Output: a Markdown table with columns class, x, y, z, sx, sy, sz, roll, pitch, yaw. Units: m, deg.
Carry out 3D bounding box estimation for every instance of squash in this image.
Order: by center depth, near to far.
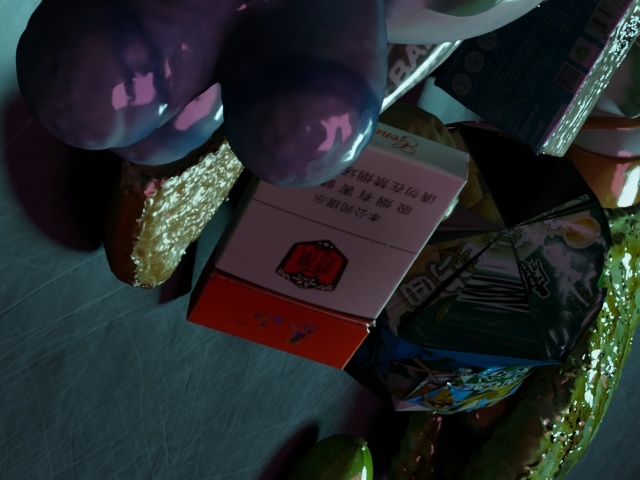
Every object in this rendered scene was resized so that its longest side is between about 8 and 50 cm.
| class | x | y | z | sx | sy | sz | roll | pitch | yaw |
| --- | --- | --- | --- | --- | --- | --- | --- | --- | --- |
| squash | -0.003 | 0.271 | 1.933 | 0.095 | 0.095 | 0.188 | -16 | 135 | -55 |

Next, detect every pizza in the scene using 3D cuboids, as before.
| class | x | y | z | sx | sy | sz | roll | pitch | yaw |
| --- | --- | --- | --- | --- | --- | --- | --- | --- | --- |
| pizza | -0.085 | -0.064 | 1.286 | 0.199 | 0.062 | 0.188 | -49 | 171 | -23 |

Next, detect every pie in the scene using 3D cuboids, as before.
| class | x | y | z | sx | sy | sz | roll | pitch | yaw |
| --- | --- | --- | --- | --- | --- | --- | --- | --- | --- |
| pie | 0.248 | 0.153 | 2.122 | 0.418 | 0.180 | 0.395 | -41 | 156 | -42 |

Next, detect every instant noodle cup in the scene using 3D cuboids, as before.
| class | x | y | z | sx | sy | sz | roll | pitch | yaw |
| --- | --- | --- | --- | --- | --- | --- | --- | --- | --- |
| instant noodle cup | 0.121 | 0.038 | 1.644 | 0.240 | 0.240 | 0.178 | -40 | 165 | -25 |

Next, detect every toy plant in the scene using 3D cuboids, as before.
| class | x | y | z | sx | sy | sz | roll | pitch | yaw |
| --- | --- | --- | --- | --- | --- | --- | --- | --- | --- |
| toy plant | -0.031 | -0.156 | 1.015 | 0.332 | 0.247 | 0.247 | -36 | 154 | -33 |

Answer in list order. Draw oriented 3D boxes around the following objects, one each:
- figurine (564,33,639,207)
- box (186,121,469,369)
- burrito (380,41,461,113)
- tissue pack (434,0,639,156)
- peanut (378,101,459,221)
| class | x | y | z | sx | sy | sz | roll | pitch | yaw |
| --- | --- | --- | --- | --- | --- | --- | --- | --- | --- |
| figurine | 0.271 | -0.127 | 1.778 | 0.143 | 0.143 | 0.271 | -11 | 137 | -58 |
| box | 0.000 | 0.000 | 1.407 | 0.245 | 0.139 | 0.035 | 122 | -18 | -45 |
| burrito | 0.089 | -0.214 | 1.275 | 0.445 | 0.139 | 0.101 | -41 | 172 | -24 |
| tissue pack | 0.188 | -0.168 | 1.568 | 0.169 | 0.120 | 0.082 | -60 | 160 | 18 |
| peanut | 0.035 | -0.044 | 1.485 | 0.159 | 0.109 | 0.141 | 3 | 113 | -49 |
